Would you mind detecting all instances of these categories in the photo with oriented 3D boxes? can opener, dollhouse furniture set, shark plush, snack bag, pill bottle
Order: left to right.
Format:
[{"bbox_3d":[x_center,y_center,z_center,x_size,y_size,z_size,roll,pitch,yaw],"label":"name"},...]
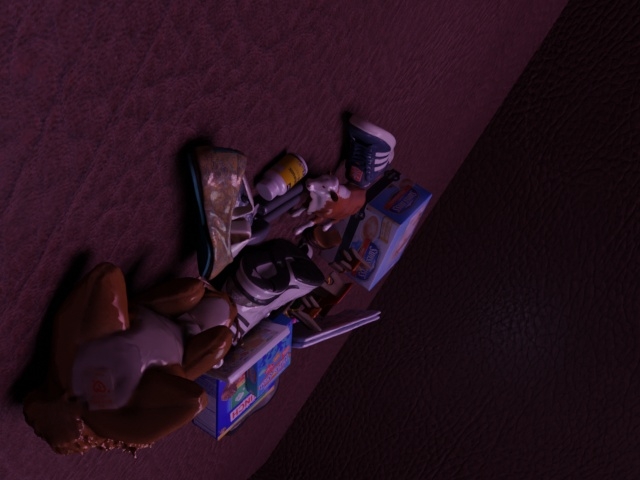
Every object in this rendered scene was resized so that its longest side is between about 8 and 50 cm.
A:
[{"bbox_3d":[-0.158,-0.097,1.166,0.073,0.067,0.161,-39,158,-44],"label":"shark plush"},{"bbox_3d":[-0.124,-0.058,1.325,0.280,0.093,0.074,-44,161,-48],"label":"can opener"},{"bbox_3d":[-0.088,-0.142,1.284,0.116,0.065,0.065,-45,162,-30],"label":"pill bottle"},{"bbox_3d":[-0.022,0.285,1.899,0.323,0.037,0.342,-15,-177,-35],"label":"snack bag"},{"bbox_3d":[0.028,0.171,1.802,0.262,0.135,0.259,-49,-170,-18],"label":"dollhouse furniture set"}]

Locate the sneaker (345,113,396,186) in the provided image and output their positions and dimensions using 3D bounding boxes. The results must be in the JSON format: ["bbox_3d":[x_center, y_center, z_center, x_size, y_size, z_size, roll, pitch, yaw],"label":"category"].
[{"bbox_3d":[0.123,-0.231,1.590,0.148,0.131,0.350,-56,163,1],"label":"sneaker"}]

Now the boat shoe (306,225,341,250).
[{"bbox_3d":[0.000,0.000,1.823,0.073,0.073,0.207,-17,169,21],"label":"boat shoe"}]

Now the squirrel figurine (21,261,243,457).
[{"bbox_3d":[-0.334,0.225,1.089,0.397,0.281,0.370,-44,178,15],"label":"squirrel figurine"}]

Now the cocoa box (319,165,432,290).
[{"bbox_3d":[0.184,-0.048,1.963,0.231,0.228,0.347,-40,159,-41],"label":"cocoa box"}]

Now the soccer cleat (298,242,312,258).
[{"bbox_3d":[-0.091,0.090,1.764,0.196,0.068,0.076,-56,159,-18],"label":"soccer cleat"}]

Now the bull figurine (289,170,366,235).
[{"bbox_3d":[0.020,-0.099,1.533,0.188,0.101,0.310,-32,166,23],"label":"bull figurine"}]

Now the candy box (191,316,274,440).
[{"bbox_3d":[-0.257,0.403,1.728,0.268,0.122,0.317,-38,148,-42],"label":"candy box"}]

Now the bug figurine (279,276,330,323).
[{"bbox_3d":[-0.073,0.241,2.105,0.216,0.072,0.279,-33,154,-53],"label":"bug figurine"}]

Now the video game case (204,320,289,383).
[{"bbox_3d":[-0.228,0.283,1.531,0.227,0.206,0.026,-37,120,-39],"label":"video game case"}]

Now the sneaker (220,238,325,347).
[{"bbox_3d":[-0.168,0.143,1.561,0.257,0.169,0.447,-45,167,17],"label":"sneaker"}]

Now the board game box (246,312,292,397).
[{"bbox_3d":[-0.149,0.334,1.661,0.160,0.047,0.210,-42,150,-39],"label":"board game box"}]

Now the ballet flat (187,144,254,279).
[{"bbox_3d":[-0.184,-0.041,1.090,0.123,0.123,0.348,-44,158,-34],"label":"ballet flat"}]

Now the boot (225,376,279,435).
[{"bbox_3d":[-0.266,0.572,2.168,0.338,0.118,0.222,-48,158,-37],"label":"boot"}]

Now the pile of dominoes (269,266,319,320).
[{"bbox_3d":[-0.115,0.176,1.840,0.251,0.040,0.196,-51,-172,-36],"label":"pile of dominoes"}]
